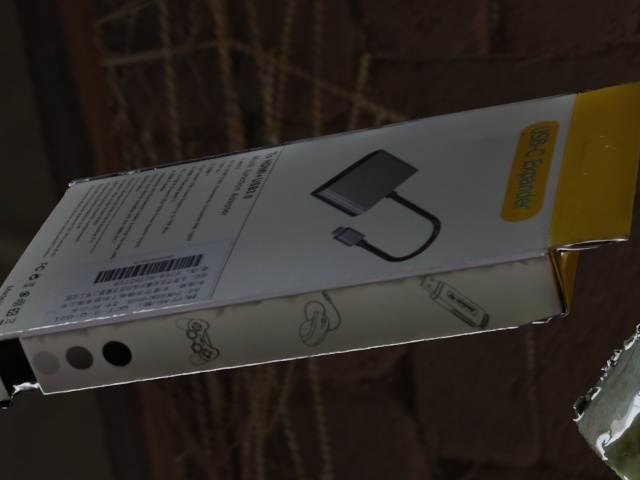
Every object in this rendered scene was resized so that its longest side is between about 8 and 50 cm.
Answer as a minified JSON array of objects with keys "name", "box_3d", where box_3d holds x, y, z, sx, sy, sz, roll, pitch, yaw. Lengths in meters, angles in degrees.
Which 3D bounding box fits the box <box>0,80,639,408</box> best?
[{"name":"box","box_3d":[0.000,0.000,0.677,0.247,0.129,0.033,-9,117,19]}]

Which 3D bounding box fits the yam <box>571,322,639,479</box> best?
[{"name":"yam","box_3d":[0.268,0.060,0.843,0.271,0.201,0.202,-46,75,21]}]
